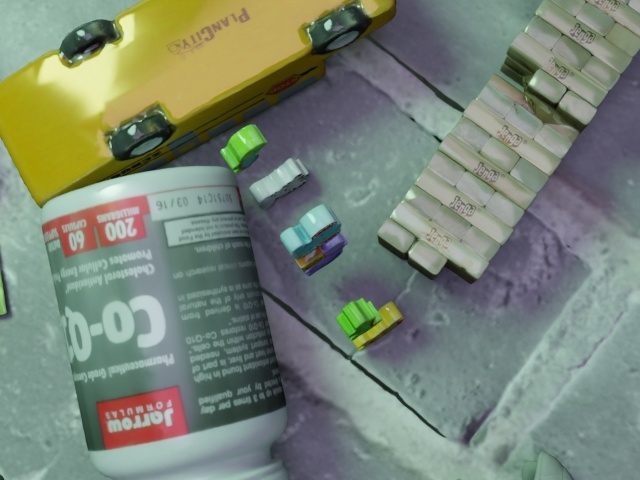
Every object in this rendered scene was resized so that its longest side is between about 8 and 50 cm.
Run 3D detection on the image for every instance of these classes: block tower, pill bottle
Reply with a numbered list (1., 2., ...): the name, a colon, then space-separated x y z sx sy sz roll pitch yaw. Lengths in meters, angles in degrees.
1. block tower: 0.179 -0.113 0.984 0.091 0.097 0.335 36 88 5
2. pill bottle: -0.116 0.095 0.934 0.161 0.161 0.283 -13 86 1

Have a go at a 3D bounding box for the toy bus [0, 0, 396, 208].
1. toy bus: -0.104 -0.145 0.975 0.332 0.130 0.108 -29 83 -1

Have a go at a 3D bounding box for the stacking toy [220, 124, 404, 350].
1. stacking toy: 0.000 0.000 0.916 0.052 0.221 0.167 -35 80 -1

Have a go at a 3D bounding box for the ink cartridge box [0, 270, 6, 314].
1. ink cartridge box: -0.383 -0.048 0.992 0.188 0.097 0.255 -12 83 1

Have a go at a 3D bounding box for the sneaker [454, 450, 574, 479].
1. sneaker: 0.107 0.266 0.952 0.262 0.099 0.121 -26 74 -11
